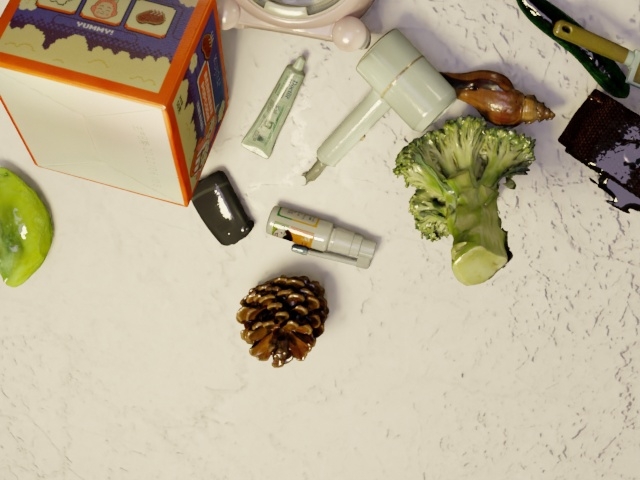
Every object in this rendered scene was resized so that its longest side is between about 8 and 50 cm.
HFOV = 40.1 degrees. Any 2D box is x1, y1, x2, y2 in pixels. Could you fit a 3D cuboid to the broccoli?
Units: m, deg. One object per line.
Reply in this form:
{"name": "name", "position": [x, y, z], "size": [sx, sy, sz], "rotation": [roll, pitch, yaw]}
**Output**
{"name": "broccoli", "position": [0.241, -0.049, 1.547], "size": [0.252, 0.361, 0.221], "rotation": [-8, 127, 31]}

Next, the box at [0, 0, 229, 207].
{"name": "box", "position": [-0.350, -0.277, 1.525], "size": [0.318, 0.257, 0.349], "rotation": [14, 156, 6]}

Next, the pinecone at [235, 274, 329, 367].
{"name": "pinecone", "position": [-0.080, 0.160, 1.748], "size": [0.168, 0.212, 0.185], "rotation": [46, 120, -7]}

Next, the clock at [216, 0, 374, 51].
{"name": "clock", "position": [-0.028, -0.514, 1.523], "size": [0.342, 0.184, 0.326], "rotation": [9, 106, 1]}

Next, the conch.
{"name": "conch", "position": [0.313, -0.264, 1.599], "size": [0.232, 0.080, 0.086], "rotation": [31, 99, -2]}

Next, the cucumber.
{"name": "cucumber", "position": [0.451, -0.355, 1.559], "size": [0.284, 0.056, 0.056], "rotation": [41, 111, -9]}

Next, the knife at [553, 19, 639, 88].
{"name": "knife", "position": [0.556, -0.302, 1.542], "size": [0.343, 0.027, 0.061], "rotation": [19, 91, -11]}

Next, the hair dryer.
{"name": "hair dryer", "position": [0.081, -0.212, 1.655], "size": [0.173, 0.107, 0.357], "rotation": [48, 122, 4]}

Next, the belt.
{"name": "belt", "position": [0.560, -0.131, 1.546], "size": [0.289, 0.184, 0.164], "rotation": [33, 103, -2]}

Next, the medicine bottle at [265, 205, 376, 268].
{"name": "medicine bottle", "position": [0.000, 0.000, 1.763], "size": [0.220, 0.061, 0.092], "rotation": [17, 136, 4]}

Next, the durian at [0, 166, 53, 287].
{"name": "durian", "position": [-0.636, -0.024, 1.837], "size": [0.139, 0.101, 0.250], "rotation": [10, 111, 7]}

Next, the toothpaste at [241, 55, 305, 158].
{"name": "toothpaste", "position": [-0.083, -0.259, 1.694], "size": [0.064, 0.041, 0.218], "rotation": [27, 115, -6]}

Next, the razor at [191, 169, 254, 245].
{"name": "razor", "position": [-0.202, -0.062, 1.773], "size": [0.090, 0.054, 0.148], "rotation": [-25, 103, 21]}
